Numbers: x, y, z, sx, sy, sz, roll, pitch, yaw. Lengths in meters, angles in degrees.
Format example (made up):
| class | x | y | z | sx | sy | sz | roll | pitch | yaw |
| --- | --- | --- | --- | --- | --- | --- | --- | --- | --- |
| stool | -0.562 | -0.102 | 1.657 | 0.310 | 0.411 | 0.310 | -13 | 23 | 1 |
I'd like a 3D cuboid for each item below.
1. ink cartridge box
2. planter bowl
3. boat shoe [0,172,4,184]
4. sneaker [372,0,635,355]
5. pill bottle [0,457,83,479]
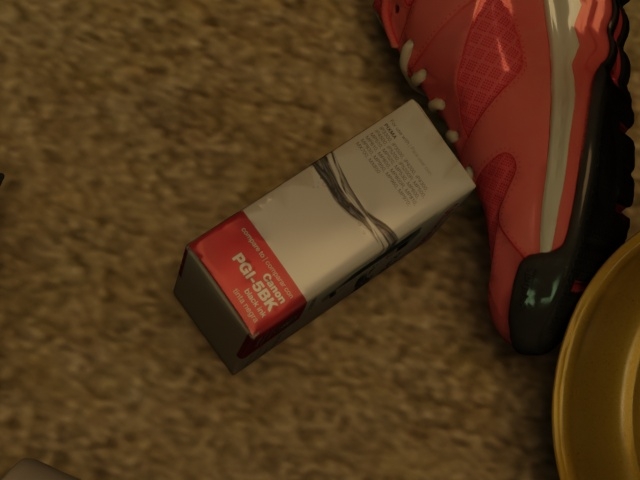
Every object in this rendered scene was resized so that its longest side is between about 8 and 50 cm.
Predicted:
| class | x | y | z | sx | sy | sz | roll | pitch | yaw |
| --- | --- | --- | --- | --- | --- | --- | --- | --- | --- |
| ink cartridge box | 0.000 | 0.000 | 0.700 | 0.135 | 0.099 | 0.056 | -34 | 83 | -16 |
| planter bowl | 0.229 | 0.087 | 0.690 | 0.217 | 0.090 | 0.217 | 2 | 86 | -23 |
| boat shoe | -0.197 | 0.059 | 0.666 | 0.076 | 0.080 | 0.228 | 30 | 68 | -19 |
| sneaker | 0.095 | -0.095 | 0.757 | 0.136 | 0.116 | 0.313 | 0 | 81 | 23 |
| pill bottle | -0.001 | 0.248 | 0.574 | 0.363 | 0.210 | 0.210 | 27 | 72 | -1 |
